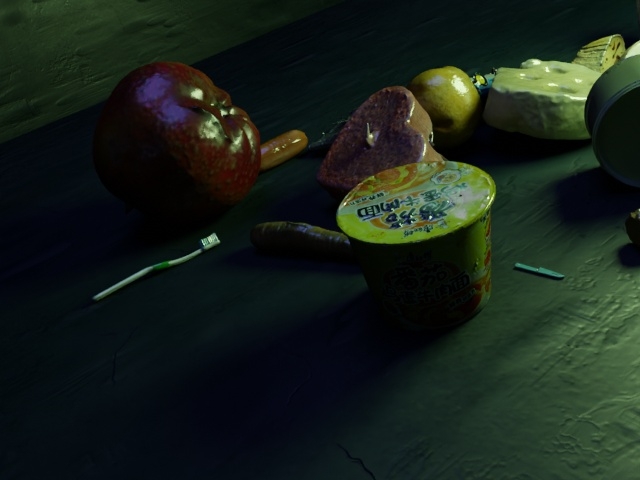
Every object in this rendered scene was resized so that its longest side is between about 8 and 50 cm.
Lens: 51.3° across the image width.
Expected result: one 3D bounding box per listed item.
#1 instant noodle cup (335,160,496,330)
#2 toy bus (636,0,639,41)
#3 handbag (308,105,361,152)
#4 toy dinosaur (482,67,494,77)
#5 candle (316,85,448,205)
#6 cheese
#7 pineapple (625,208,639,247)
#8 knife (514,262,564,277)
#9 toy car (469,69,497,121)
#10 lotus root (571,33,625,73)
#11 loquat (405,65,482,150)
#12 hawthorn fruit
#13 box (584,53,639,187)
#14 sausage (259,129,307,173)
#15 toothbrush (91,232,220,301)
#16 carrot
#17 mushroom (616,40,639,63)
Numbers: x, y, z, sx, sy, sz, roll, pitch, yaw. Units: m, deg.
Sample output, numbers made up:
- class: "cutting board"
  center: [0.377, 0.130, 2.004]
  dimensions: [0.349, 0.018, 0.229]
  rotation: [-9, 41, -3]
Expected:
- class: "instant noodle cup"
  center: [0.174, 0.013, 1.116]
  dimensions: [0.264, 0.200, 0.264]
  rotation: [-13, 30, 7]
- class: "toy bus"
  center: [0.941, -0.691, 1.784]
  dimensions: [0.171, 0.386, 0.162]
  rotation: [-27, 26, -21]
- class: "handbag"
  center: [0.094, -0.320, 1.868]
  dimensions: [0.175, 0.088, 0.270]
  rotation: [1, 32, 42]
- class: "toy dinosaur"
  center: [0.450, -0.433, 1.866]
  dimensions: [0.108, 0.032, 0.220]
  rotation: [-40, -3, 18]
- class: "candle"
  center: [0.118, -0.191, 1.479]
  dimensions: [0.287, 0.131, 0.317]
  rotation: [-26, 45, 26]
- class: "cheese"
  center: [0.530, -0.338, 1.579]
  dimensions: [0.326, 0.115, 0.318]
  rotation: [-7, 32, -19]
- class: "pineapple"
  center: [0.605, -0.037, 1.132]
  dimensions: [0.159, 0.074, 0.074]
  rotation: [-14, 29, -4]
- class: "knife"
  center: [0.378, 0.052, 1.150]
  dimensions: [0.091, 0.005, 0.014]
  rotation: [17, 45, 44]
- class: "toy car"
  center: [0.437, -0.377, 1.753]
  dimensions: [0.191, 0.097, 0.100]
  rotation: [-17, 70, -33]
- class: "lotus root"
  center: [0.757, -0.477, 1.808]
  dimensions: [0.159, 0.095, 0.135]
  rotation: [-59, 27, 5]
- class: "loquat"
  center: [0.300, -0.319, 1.639]
  dimensions: [0.213, 0.213, 0.213]
  rotation: [-12, 29, 7]
- class: "hawthorn fruit"
  center: [-0.354, -0.208, 1.619]
  dimensions: [0.403, 0.403, 0.403]
  rotation: [-12, 29, 7]
- class: "box"
  center: [0.637, -0.231, 1.288]
  dimensions: [0.226, 0.226, 0.149]
  rotation: [-5, 30, 18]
- class: "sausage"
  center: [-0.125, -0.243, 1.833]
  dimensions: [0.197, 0.076, 0.076]
  rotation: [-30, 32, -24]
- class: "toothbrush"
  center: [-0.360, 0.063, 1.471]
  dimensions: [0.304, 0.030, 0.030]
  rotation: [-29, 32, -18]
- class: "carrot"
  center: [-0.001, 0.001, 1.366]
  dimensions: [0.342, 0.070, 0.070]
  rotation: [7, 36, 32]
- class: "mushroom"
  center: [0.784, -0.339, 1.479]
  dimensions: [0.254, 0.195, 0.189]
  rotation: [15, 8, 23]
